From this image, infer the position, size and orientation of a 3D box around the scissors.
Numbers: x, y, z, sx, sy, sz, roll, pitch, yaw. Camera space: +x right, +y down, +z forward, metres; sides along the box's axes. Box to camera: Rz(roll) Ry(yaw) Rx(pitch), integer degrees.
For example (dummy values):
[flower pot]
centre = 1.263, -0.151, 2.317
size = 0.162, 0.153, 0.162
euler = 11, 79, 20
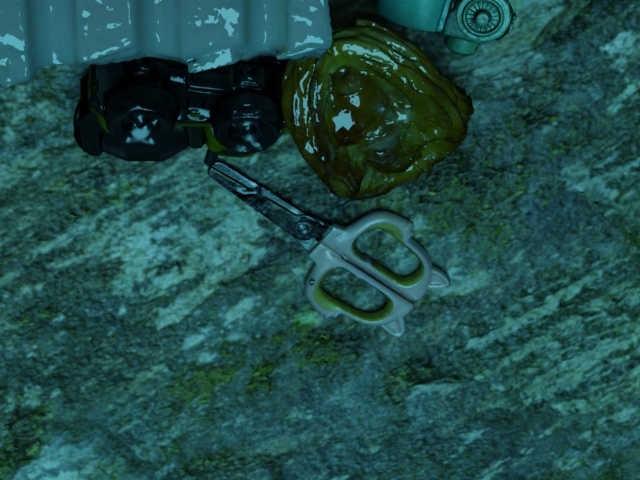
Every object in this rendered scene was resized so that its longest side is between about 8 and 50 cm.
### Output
[scissors]
centre = 0.000, 0.000, 2.169
size = 0.317, 0.024, 0.160
euler = 33, 113, -23

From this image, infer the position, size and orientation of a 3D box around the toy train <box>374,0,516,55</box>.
[toy train]
centre = 0.141, -0.312, 1.961
size = 0.159, 0.101, 0.248
euler = 14, 118, 1

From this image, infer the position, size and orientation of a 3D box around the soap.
[soap]
centre = -0.175, -0.391, 1.805
size = 0.350, 0.213, 0.435
euler = -3, 121, -1

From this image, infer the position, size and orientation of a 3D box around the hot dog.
[hot dog]
centre = 0.060, -0.126, 1.981
size = 0.175, 0.114, 0.259
euler = -32, 155, 13

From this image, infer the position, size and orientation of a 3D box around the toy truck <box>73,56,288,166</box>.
[toy truck]
centre = -0.142, -0.142, 2.014
size = 0.224, 0.147, 0.165
euler = 5, 144, -12
